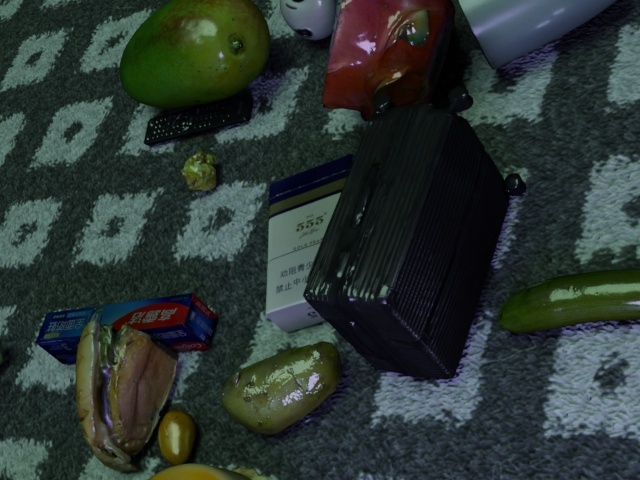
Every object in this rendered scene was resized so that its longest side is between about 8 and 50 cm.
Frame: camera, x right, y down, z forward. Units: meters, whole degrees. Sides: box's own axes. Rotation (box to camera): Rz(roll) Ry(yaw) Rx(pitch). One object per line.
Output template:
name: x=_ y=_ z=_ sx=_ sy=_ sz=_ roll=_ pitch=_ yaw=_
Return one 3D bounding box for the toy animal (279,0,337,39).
toy animal: x=0.012 y=-0.443 z=1.957 sx=0.179 sy=0.138 sz=0.166 roll=-30 pitch=28 yaw=6

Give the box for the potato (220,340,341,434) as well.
potato: x=-0.051 y=0.207 z=1.539 sx=0.188 sy=0.085 sz=0.105 roll=-32 pitch=84 yaw=13

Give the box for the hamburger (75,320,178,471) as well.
hamburger: x=-0.326 y=0.241 z=1.672 sx=0.135 sy=0.155 sz=0.208 roll=-6 pitch=61 yaw=38

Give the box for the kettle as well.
kettle: x=0.340 y=-0.396 z=1.687 sx=0.236 sy=0.161 sz=0.221 roll=-26 pitch=15 yaw=16

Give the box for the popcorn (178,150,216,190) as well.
popcorn: x=-0.211 y=-0.121 z=1.928 sx=0.059 sy=0.068 sz=0.083 roll=-34 pitch=15 yaw=37

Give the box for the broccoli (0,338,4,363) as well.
broccoli: x=-0.650 y=0.223 z=1.920 sx=0.194 sy=0.194 sz=0.219 roll=-57 pitch=7 yaw=-15

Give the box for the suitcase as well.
suitcase: x=0.131 y=-0.005 z=1.464 sx=0.152 sy=0.229 sz=0.335 roll=0 pitch=57 yaw=37

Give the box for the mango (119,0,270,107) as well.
mango: x=-0.243 y=-0.351 z=2.033 sx=0.382 sy=0.201 sz=0.225 roll=-9 pitch=46 yaw=49

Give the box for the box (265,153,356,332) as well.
box: x=0.000 y=0.000 z=1.670 sx=0.168 sy=0.071 sz=0.259 roll=-19 pitch=48 yaw=23

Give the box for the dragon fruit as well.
dragon fruit: x=0.117 y=-0.324 z=1.713 sx=0.189 sy=0.290 sz=0.291 roll=12 pitch=61 yaw=7

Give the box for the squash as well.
squash: x=0.343 y=0.074 z=1.370 sx=0.258 sy=0.069 sz=0.069 roll=-10 pitch=52 yaw=29

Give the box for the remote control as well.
remote control: x=-0.232 y=-0.224 z=2.046 sx=0.245 sy=0.025 sz=0.063 roll=-9 pitch=54 yaw=30

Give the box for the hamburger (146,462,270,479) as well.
hamburger: x=-0.147 y=0.429 z=1.368 sx=0.300 sy=0.176 sz=0.300 roll=-18 pitch=50 yaw=23

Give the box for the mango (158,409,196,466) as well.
mango: x=-0.212 y=0.294 z=1.614 sx=0.060 sy=0.046 sz=0.089 roll=-26 pitch=50 yaw=17

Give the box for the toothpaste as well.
toothpaste: x=-0.321 y=0.148 z=1.784 sx=0.320 sy=0.076 sz=0.066 roll=-9 pitch=50 yaw=30
